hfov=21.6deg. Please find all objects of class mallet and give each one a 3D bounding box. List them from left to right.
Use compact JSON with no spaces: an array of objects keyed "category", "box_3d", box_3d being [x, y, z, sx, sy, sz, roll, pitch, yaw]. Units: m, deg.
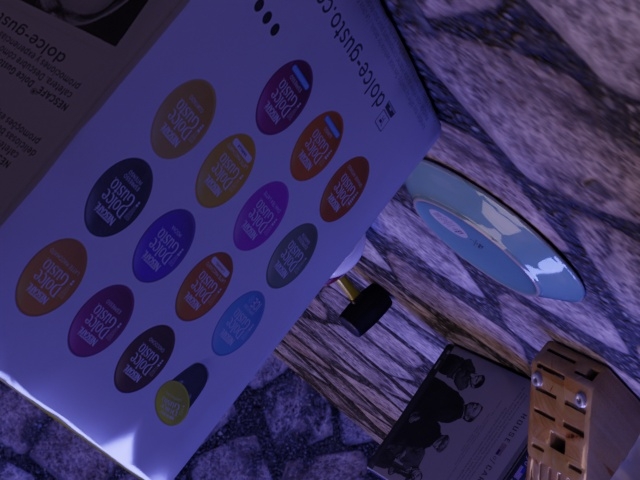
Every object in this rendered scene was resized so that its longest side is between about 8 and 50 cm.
[{"category":"mallet","box_3d":[0.007,0.038,1.940,0.190,0.062,0.039,44,169,-30]}]

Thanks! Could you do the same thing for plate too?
[{"category":"plate","box_3d":[0.132,-0.002,1.356,0.188,0.024,0.188,37,172,6]}]

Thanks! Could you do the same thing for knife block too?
[{"category":"knife block","box_3d":[0.317,0.221,1.628,0.088,0.242,0.275,25,119,53]}]

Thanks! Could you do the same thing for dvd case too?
[{"category":"dvd case","box_3d":[0.161,0.219,1.860,0.029,0.179,0.239,38,173,-27]}]

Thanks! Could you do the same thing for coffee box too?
[{"category":"coffee box","box_3d":[-0.179,-0.096,1.103,0.338,0.334,0.337,33,170,29]}]

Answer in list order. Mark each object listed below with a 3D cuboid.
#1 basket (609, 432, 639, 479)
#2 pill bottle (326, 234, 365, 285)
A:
[{"category":"basket","box_3d":[0.315,0.289,1.141,0.266,0.328,0.331,35,171,-2]},{"category":"pill bottle","box_3d":[0.000,0.000,1.694,0.086,0.086,0.152,38,172,0]}]
